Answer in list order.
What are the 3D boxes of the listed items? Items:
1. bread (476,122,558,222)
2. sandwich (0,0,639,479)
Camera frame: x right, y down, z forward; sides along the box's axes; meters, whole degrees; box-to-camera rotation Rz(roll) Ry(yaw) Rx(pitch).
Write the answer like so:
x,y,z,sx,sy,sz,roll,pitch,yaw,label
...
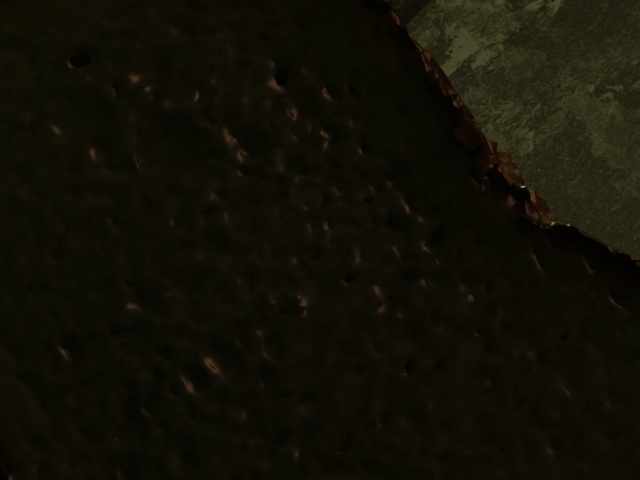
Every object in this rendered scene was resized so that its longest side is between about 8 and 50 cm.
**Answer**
x,y,z,sx,sy,sz,roll,pitch,yaw,label
-0.002,-0.003,0.570,0.192,0.171,0.314,52,7,13,bread
-0.012,0.012,0.343,0.214,0.186,0.065,51,-6,7,sandwich
